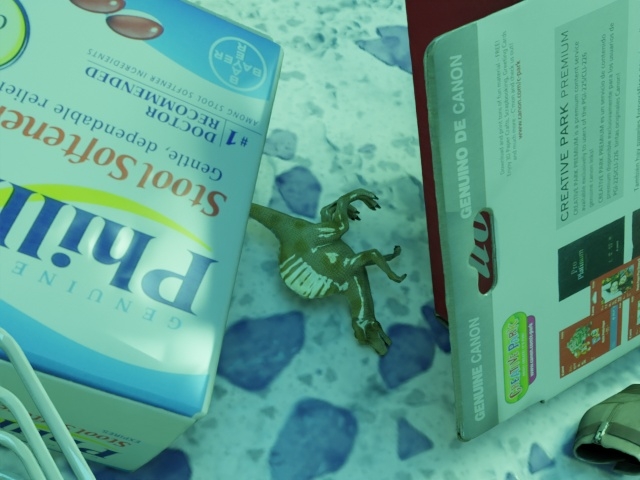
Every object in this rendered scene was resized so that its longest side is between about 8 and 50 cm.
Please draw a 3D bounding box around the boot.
[{"bbox_3d":[0.235,0.129,0.764,0.087,0.118,0.042,-37,109,-42],"label":"boot"}]

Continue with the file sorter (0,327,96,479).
[{"bbox_3d":[-0.199,0.196,0.559,0.173,0.278,0.193,-25,67,-25],"label":"file sorter"}]

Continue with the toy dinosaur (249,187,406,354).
[{"bbox_3d":[0.000,0.000,0.825,0.183,0.053,0.092,42,65,15],"label":"toy dinosaur"}]

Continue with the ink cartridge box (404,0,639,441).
[{"bbox_3d":[0.151,-0.063,0.724,0.271,0.310,0.130,-26,39,-22],"label":"ink cartridge box"}]

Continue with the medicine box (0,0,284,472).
[{"bbox_3d":[-0.189,-0.033,0.717,0.263,0.149,0.289,21,57,-19],"label":"medicine box"}]
